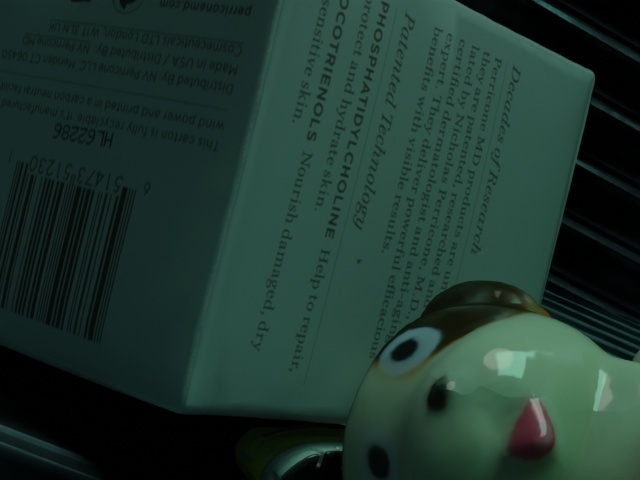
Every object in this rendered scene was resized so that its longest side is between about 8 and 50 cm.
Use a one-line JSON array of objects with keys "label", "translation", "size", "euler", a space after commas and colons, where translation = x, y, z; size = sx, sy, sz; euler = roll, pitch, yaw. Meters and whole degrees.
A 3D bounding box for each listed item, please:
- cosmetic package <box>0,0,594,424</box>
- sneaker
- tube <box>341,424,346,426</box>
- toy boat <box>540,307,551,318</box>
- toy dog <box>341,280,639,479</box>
[{"label": "cosmetic package", "translation": [-0.043, -0.043, 1.089], "size": [0.329, 0.327, 0.393], "euler": [13, 0, 40]}, {"label": "sneaker", "translation": [0.021, 0.170, 1.026], "size": [0.208, 0.081, 0.094], "euler": [19, 4, -45]}, {"label": "tube", "translation": [0.055, 0.122, 1.343], "size": [0.070, 0.062, 0.240], "euler": [-18, 8, 39]}, {"label": "toy boat", "translation": [0.211, 0.142, 1.488], "size": [0.231, 0.151, 0.151], "euler": [20, 10, -30]}, {"label": "toy dog", "translation": [0.213, 0.176, 0.886], "size": [0.408, 0.285, 0.395], "euler": [25, -5, 2]}]
